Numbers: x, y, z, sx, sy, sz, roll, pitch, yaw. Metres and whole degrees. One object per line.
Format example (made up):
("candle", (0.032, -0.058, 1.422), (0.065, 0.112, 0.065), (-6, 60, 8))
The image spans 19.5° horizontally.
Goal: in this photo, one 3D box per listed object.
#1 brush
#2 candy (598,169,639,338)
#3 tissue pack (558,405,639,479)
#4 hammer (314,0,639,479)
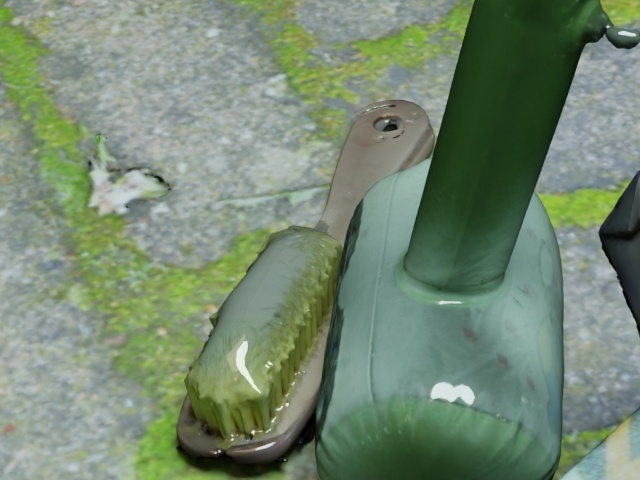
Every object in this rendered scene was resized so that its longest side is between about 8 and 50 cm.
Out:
("brush", (0.002, -0.001, 1.032), (0.072, 0.067, 0.313), (11, 41, 17))
("candy", (0.275, 0.044, 0.866), (0.312, 0.061, 0.088), (15, 31, -22))
("tissue pack", (0.151, 0.206, 0.740), (0.228, 0.128, 0.311), (31, 50, 33))
("hammer", (0.080, -0.025, 0.850), (0.119, 0.335, 0.206), (11, 43, -3))
